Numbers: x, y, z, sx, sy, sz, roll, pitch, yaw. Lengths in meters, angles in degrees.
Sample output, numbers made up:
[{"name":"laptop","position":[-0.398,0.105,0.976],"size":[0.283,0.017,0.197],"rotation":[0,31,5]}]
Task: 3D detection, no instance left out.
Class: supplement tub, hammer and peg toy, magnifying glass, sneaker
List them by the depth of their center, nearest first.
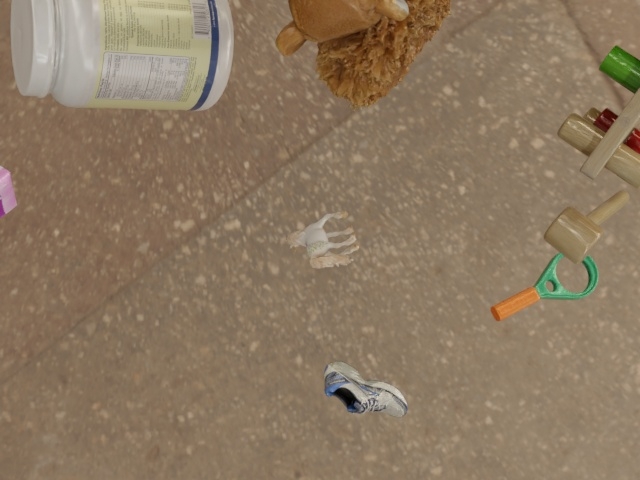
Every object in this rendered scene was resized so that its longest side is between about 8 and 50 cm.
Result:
[{"name":"hammer and peg toy","position":[0.407,-0.158,1.119],"size":[0.127,0.266,0.361],"rotation":[37,114,14]},{"name":"sneaker","position":[0.062,0.230,1.219],"size":[0.135,0.058,0.052],"rotation":[25,130,-7]},{"name":"supplement tub","position":[-0.335,-0.338,1.426],"size":[0.325,0.235,0.235],"rotation":[-3,114,-29]},{"name":"magnifying glass","position":[0.404,0.086,1.524],"size":[0.231,0.026,0.092],"rotation":[-23,81,-23]}]

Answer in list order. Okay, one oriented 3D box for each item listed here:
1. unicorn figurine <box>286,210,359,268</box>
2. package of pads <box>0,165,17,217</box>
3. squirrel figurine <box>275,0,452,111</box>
[{"name":"unicorn figurine","position":[0.000,0.000,1.350],"size":[0.111,0.162,0.060],"rotation":[-20,106,3]},{"name":"package of pads","position":[-0.355,-0.036,0.880],"size":[0.032,0.083,0.050],"rotation":[23,138,18]},{"name":"squirrel figurine","position":[0.070,-0.374,1.204],"size":[0.281,0.370,0.397],"rotation":[-10,133,20]}]
